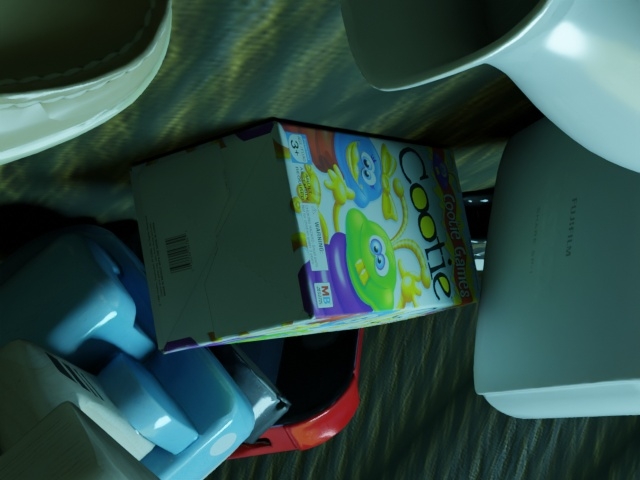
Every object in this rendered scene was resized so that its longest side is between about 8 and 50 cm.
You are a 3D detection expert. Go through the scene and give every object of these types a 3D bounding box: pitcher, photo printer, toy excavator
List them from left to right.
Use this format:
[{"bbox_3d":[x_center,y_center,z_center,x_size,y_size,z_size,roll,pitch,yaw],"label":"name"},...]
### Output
[{"bbox_3d":[-0.191,0.124,0.894,0.222,0.433,0.445,-41,150,-1],"label":"toy excavator"},{"bbox_3d":[0.228,0.005,0.855,0.107,0.255,0.307,13,168,-15],"label":"photo printer"},{"bbox_3d":[0.139,-0.103,0.425,0.207,0.125,0.178,9,148,-37],"label":"pitcher"}]

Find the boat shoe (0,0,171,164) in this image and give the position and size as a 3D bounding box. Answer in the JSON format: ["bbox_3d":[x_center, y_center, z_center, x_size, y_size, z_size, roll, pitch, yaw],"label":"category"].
[{"bbox_3d":[-0.154,-0.073,0.248,0.302,0.109,0.098,2,168,-38],"label":"boat shoe"}]

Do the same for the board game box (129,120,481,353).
[{"bbox_3d":[0.000,0.000,0.916,0.142,0.144,0.275,-15,173,31],"label":"board game box"}]

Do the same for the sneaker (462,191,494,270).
[{"bbox_3d":[0.133,-0.010,1.341,0.283,0.107,0.124,-15,158,9],"label":"sneaker"}]

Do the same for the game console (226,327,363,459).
[{"bbox_3d":[-0.136,0.110,1.253,0.387,0.060,0.342,-10,-143,14],"label":"game console"}]
